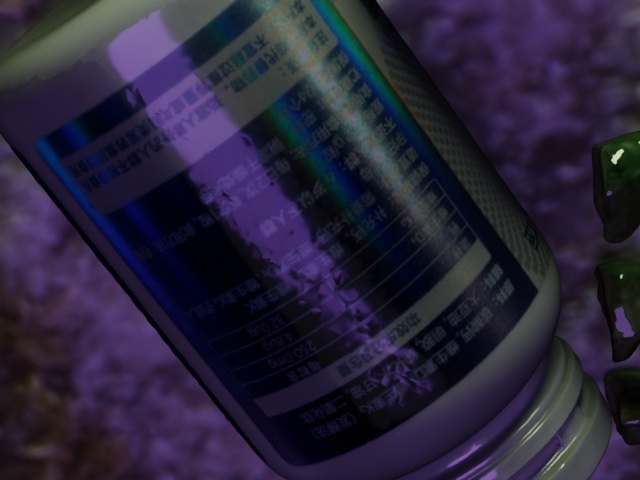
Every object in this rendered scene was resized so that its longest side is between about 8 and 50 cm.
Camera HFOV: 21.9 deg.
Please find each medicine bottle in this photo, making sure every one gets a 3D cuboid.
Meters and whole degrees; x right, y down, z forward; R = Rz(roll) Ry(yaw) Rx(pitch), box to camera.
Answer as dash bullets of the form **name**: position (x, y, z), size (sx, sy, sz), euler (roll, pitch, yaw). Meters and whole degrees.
- **medicine bottle**: position (0.000, 0.000, 0.477), size (0.107, 0.107, 0.191), euler (-33, 106, 14)

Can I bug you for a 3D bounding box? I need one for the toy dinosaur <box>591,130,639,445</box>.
- **toy dinosaur**: position (0.236, 0.028, 0.490), size (0.300, 0.087, 0.447), euler (-7, 117, 6)
